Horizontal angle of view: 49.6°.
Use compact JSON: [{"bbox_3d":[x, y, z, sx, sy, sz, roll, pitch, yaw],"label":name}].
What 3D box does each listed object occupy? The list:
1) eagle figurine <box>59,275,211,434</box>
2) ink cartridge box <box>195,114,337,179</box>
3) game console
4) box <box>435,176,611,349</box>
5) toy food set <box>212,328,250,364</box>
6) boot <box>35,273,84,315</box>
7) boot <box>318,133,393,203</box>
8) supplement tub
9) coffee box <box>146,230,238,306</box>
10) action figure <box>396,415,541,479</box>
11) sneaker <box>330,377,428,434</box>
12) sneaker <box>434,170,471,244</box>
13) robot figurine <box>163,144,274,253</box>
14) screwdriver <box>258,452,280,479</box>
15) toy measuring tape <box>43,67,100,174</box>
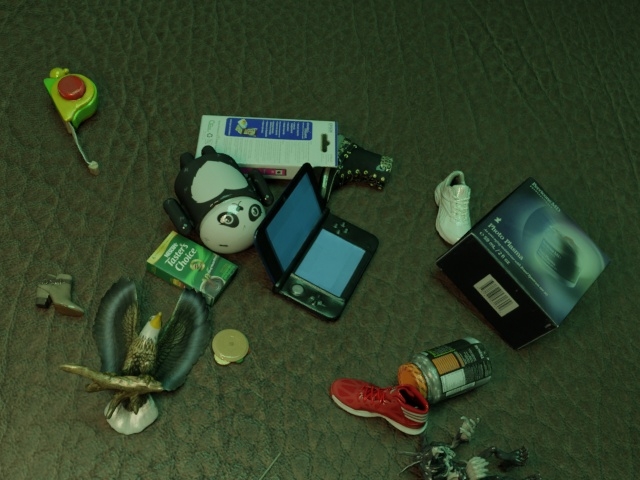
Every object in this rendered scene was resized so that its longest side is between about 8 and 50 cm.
[{"bbox_3d":[-0.360,0.217,1.421,0.226,0.225,0.298,55,12,-21],"label":"eagle figurine"},{"bbox_3d":[-0.140,-0.248,1.842,0.370,0.069,0.176,1,52,0],"label":"ink cartridge box"},{"bbox_3d":[0.000,0.000,1.657,0.250,0.173,0.293,27,52,6],"label":"game console"},{"bbox_3d":[0.503,0.050,1.715,0.296,0.183,0.294,48,55,6],"label":"box"},{"bbox_3d":[-0.197,0.233,1.527,0.082,0.020,0.083,-7,56,-20],"label":"toy food set"},{"bbox_3d":[-0.560,0.114,1.508,0.118,0.042,0.087,14,49,-5],"label":"boot"},{"bbox_3d":[0.094,-0.174,1.871,0.178,0.085,0.236,20,53,-3],"label":"boot"},{"bbox_3d":[0.276,0.294,1.545,0.190,0.117,0.117,-14,58,-23],"label":"supplement tub"},{"bbox_3d":[-0.300,0.064,1.613,0.184,0.040,0.113,29,52,7],"label":"coffee box"},{"bbox_3d":[0.302,0.448,1.422,0.275,0.141,0.164,9,38,-8],"label":"action figure"},{"bbox_3d":[0.129,0.323,1.466,0.221,0.128,0.087,17,50,10],"label":"sneaker"},{"bbox_3d":[0.362,-0.093,1.858,0.090,0.115,0.232,3,53,-12],"label":"sneaker"},{"bbox_3d":[-0.244,-0.100,1.664,0.209,0.173,0.278,-39,63,14],"label":"robot figurine"},{"bbox_3d":[-0.125,0.484,1.363,0.170,0.024,0.025,-40,101,-41],"label":"screwdriver"},{"bbox_3d":[-0.606,-0.323,1.785,0.121,0.121,0.330,-23,71,-28],"label":"toy measuring tape"}]
